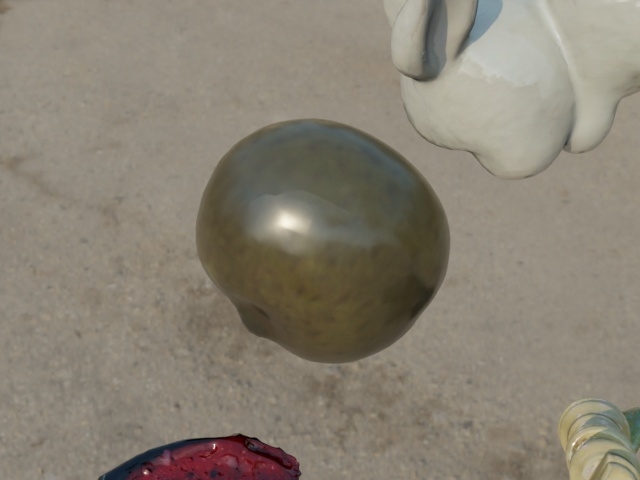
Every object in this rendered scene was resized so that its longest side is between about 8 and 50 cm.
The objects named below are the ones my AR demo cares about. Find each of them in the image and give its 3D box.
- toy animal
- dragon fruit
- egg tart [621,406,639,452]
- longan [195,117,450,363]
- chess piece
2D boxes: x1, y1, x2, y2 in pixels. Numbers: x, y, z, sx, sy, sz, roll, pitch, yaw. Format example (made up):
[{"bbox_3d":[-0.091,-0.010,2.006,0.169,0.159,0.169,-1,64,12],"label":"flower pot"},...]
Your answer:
[{"bbox_3d":[0.138,-0.134,0.582,0.193,0.178,0.127,-11,49,11],"label":"toy animal"},{"bbox_3d":[-0.159,0.356,1.038,0.282,0.100,0.343,20,38,-12],"label":"dragon fruit"},{"bbox_3d":[0.533,0.381,1.747,0.078,0.197,0.197,29,36,6],"label":"egg tart"},{"bbox_3d":[0.000,0.000,1.341,0.361,0.360,0.361,-1,30,0],"label":"longan"},{"bbox_3d":[0.414,0.320,1.401,0.117,0.117,0.397,7,2,13],"label":"chess piece"}]
